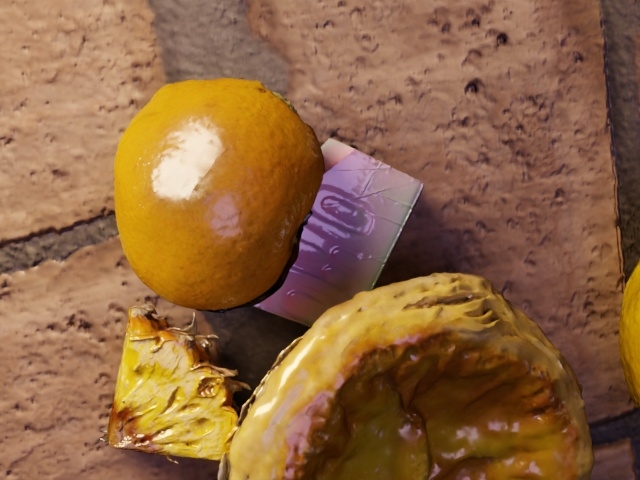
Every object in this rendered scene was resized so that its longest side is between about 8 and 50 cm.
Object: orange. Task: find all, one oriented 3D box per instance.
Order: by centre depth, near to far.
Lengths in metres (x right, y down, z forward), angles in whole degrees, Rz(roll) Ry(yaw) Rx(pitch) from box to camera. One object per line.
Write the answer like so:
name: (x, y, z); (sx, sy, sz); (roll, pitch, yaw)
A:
orange: (-0.076, -0.034, 0.789); (0.160, 0.112, 0.170); (-29, 91, 11)

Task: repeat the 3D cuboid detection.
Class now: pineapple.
pineapple: (-0.118, 0.115, 0.859); (0.116, 0.069, 0.137); (-33, 103, -1)

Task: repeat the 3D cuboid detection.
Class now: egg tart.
egg tart: (0.056, 0.177, 0.877); (0.341, 0.132, 0.341); (-10, 111, -26)

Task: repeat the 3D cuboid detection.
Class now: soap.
soap: (0.000, 0.000, 0.865); (0.100, 0.056, 0.149); (25, 95, -20)

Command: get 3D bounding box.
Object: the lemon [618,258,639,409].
lemon: (0.347, 0.086, 0.923); (0.204, 0.204, 0.260); (-28, 111, -9)
